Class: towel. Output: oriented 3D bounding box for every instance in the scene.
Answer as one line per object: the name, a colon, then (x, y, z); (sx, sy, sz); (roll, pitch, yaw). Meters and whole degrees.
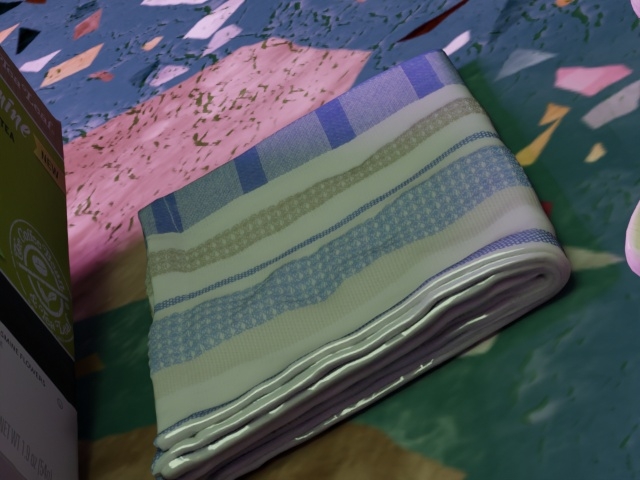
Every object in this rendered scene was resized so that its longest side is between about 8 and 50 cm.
towel: (0.000, 0.000, 0.825); (0.209, 0.034, 0.285); (-30, 26, 7)

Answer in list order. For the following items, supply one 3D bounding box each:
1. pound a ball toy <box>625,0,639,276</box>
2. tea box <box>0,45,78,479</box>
pound a ball toy: (0.224, -0.094, 0.541); (0.136, 0.208, 0.319); (23, 60, 25)
tea box: (-0.318, 0.029, 0.839); (0.329, 0.220, 0.323); (-23, 42, 11)
